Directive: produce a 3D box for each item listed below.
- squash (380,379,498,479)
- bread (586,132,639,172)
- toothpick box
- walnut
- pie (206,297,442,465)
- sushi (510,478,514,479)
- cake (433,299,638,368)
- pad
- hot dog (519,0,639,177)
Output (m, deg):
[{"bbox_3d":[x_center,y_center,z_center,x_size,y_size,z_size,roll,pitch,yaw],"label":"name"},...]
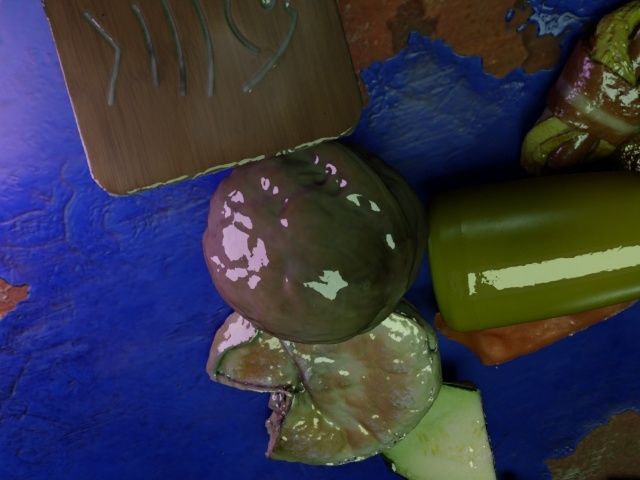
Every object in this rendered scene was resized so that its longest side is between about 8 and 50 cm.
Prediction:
[{"bbox_3d":[0.175,0.277,1.259,0.184,0.085,0.191,-4,109,27],"label":"squash"},{"bbox_3d":[0.419,-0.061,1.077,0.193,0.064,0.193,-6,123,-9],"label":"bread"},{"bbox_3d":[0.270,0.007,0.994,0.271,0.175,0.175,-10,125,15],"label":"toothpick box"},{"bbox_3d":[-0.001,0.002,0.935,0.248,0.248,0.248,-4,124,-6],"label":"walnut"},{"bbox_3d":[0.018,0.184,1.153,0.338,0.075,0.337,0,124,-1],"label":"pie"},{"bbox_3d":[0.334,0.490,1.406,0.103,0.097,0.226,-20,109,-3],"label":"sushi"},{"bbox_3d":[0.293,0.085,1.135,0.287,0.098,0.135,-14,123,6],"label":"cake"},{"bbox_3d":[-0.122,-0.210,0.839,0.284,0.018,0.286,-15,95,1],"label":"pad"},{"bbox_3d":[0.332,-0.167,0.972,0.123,0.093,0.261,17,120,-15],"label":"hot dog"}]
